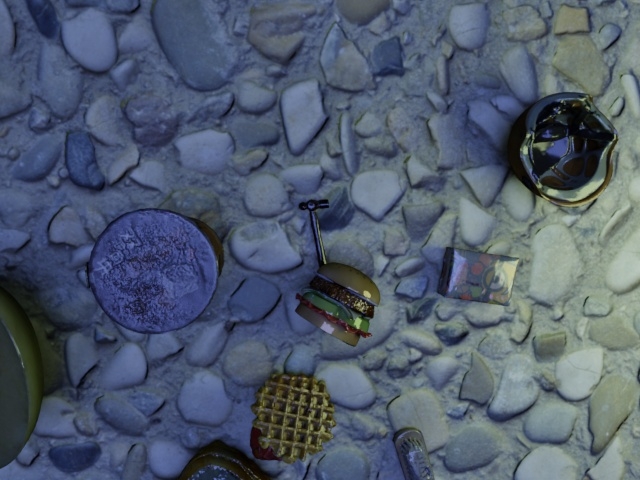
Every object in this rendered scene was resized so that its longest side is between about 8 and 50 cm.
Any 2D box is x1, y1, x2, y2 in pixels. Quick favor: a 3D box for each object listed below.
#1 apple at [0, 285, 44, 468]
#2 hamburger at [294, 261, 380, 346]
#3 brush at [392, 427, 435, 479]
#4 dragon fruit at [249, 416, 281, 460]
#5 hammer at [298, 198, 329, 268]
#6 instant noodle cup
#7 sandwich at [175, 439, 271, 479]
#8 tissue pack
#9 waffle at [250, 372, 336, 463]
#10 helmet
[{"bbox_3d":[-0.685,0.244,0.782,0.312,0.320,0.360,-25,104,-40],"label":"apple"},{"bbox_3d":[0.039,0.117,0.870,0.175,0.175,0.136,28,86,-5],"label":"hamburger"},{"bbox_3d":[0.238,0.576,0.964,0.070,0.065,0.327,-17,96,-4],"label":"brush"},{"bbox_3d":[-0.083,0.403,0.926,0.162,0.083,0.106,-12,91,1],"label":"dragon fruit"},{"bbox_3d":[0.000,0.000,0.927,0.065,0.021,0.178,-11,95,-3],"label":"hammer"},{"bbox_3d":[-0.283,0.044,0.823,0.218,0.207,0.217,0,95,-3],"label":"instant noodle cup"},{"bbox_3d":[-0.225,0.608,0.922,0.271,0.099,0.301,42,92,-5],"label":"sandwich"},{"bbox_3d":[0.335,0.076,0.931,0.148,0.060,0.108,10,92,-4],"label":"tissue pack"},{"bbox_3d":[-0.052,0.356,0.893,0.191,0.038,0.191,13,59,-23],"label":"waffle"},{"bbox_3d":[0.471,-0.183,0.885,0.198,0.130,0.224,-32,106,2],"label":"helmet"}]
